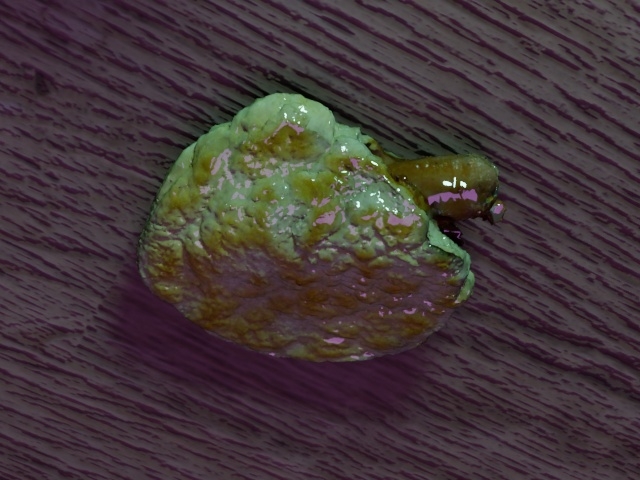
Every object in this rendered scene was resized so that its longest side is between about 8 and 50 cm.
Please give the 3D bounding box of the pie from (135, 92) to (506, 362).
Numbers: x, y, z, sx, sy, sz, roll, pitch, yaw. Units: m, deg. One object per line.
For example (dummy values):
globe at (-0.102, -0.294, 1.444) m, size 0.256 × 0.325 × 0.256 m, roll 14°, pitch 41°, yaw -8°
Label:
pie at (-0.006, 0.006, 1.514) m, size 0.274 × 0.105 × 0.257 m, roll 18°, pitch 128°, yaw -11°
